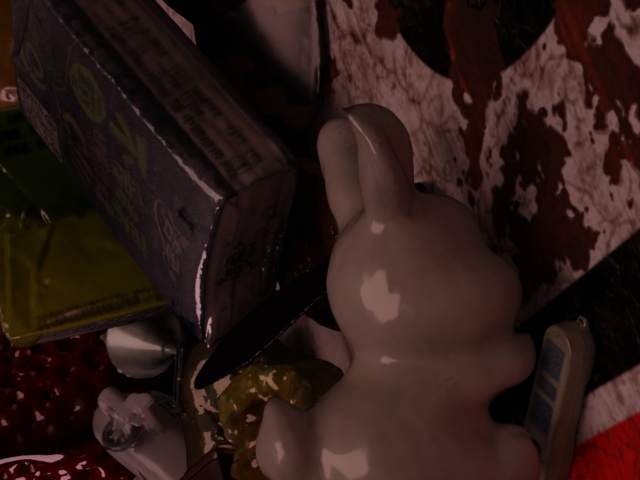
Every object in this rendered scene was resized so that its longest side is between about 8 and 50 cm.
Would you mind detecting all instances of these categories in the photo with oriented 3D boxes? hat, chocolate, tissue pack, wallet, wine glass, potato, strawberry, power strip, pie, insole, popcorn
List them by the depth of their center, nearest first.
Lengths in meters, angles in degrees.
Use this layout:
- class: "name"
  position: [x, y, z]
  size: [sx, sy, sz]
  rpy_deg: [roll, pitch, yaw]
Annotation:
- class: "power strip"
  position: [0.206, 0.149, 1.496]
  size: [0.047, 0.030, 0.191]
  rpy_deg: [46, 136, 49]
- class: "popcorn"
  position: [-0.012, 0.221, 1.704]
  size: [0.225, 0.173, 0.286]
  rpy_deg: [61, -174, 3]
- class: "insole"
  position: [-0.016, 0.053, 1.719]
  size: [0.348, 0.009, 0.119]
  rpy_deg: [-40, 17, 28]
- class: "pie"
  position: [0.000, 0.000, 1.823]
  size: [0.195, 0.046, 0.195]
  rpy_deg: [22, 116, 58]
- class: "tissue pack"
  position: [-0.191, -0.111, 1.854]
  size: [0.394, 0.124, 0.288]
  rpy_deg: [49, 154, 24]
- class: "hat"
  position: [-0.146, -0.274, 1.869]
  size: [0.366, 0.257, 0.382]
  rpy_deg: [-10, 70, 64]
- class: "potato"
  position: [-0.086, 0.228, 1.944]
  size: [0.165, 0.165, 0.262]
  rpy_deg: [16, 108, 60]
- class: "wallet"
  position: [-0.125, 0.146, 2.023]
  size: [0.026, 0.129, 0.088]
  rpy_deg: [20, 115, 32]
- class: "chocolate"
  position: [-0.273, -0.027, 2.076]
  size: [0.137, 0.300, 0.289]
  rpy_deg: [117, 138, -66]
- class: "wine glass"
  position: [-0.184, 0.141, 2.145]
  size: [0.183, 0.122, 0.122]
  rpy_deg: [22, 117, 57]
- class: "strawberry"
  position: [-0.396, 0.240, 2.321]
  size: [0.317, 0.345, 0.295]
  rpy_deg: [-21, 81, 62]

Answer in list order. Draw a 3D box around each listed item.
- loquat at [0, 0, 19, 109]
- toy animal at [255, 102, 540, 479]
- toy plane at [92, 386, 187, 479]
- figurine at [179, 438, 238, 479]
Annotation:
- class: "loquat"
  position: [-0.390, -0.286, 2.243]
  size: [0.276, 0.283, 0.276]
  rpy_deg: [156, 90, -89]
- class: "toy animal"
  position: [0.060, 0.067, 1.510]
  size: [0.196, 0.241, 0.368]
  rpy_deg: [173, 96, -75]
- class: "toy plane"
  position: [-0.183, 0.262, 2.112]
  size: [0.252, 0.118, 0.252]
  rpy_deg: [35, 162, 13]
- class: "figurine"
  position: [-0.086, 0.281, 1.819]
  size: [0.082, 0.098, 0.154]
  rpy_deg: [-45, 48, 39]
